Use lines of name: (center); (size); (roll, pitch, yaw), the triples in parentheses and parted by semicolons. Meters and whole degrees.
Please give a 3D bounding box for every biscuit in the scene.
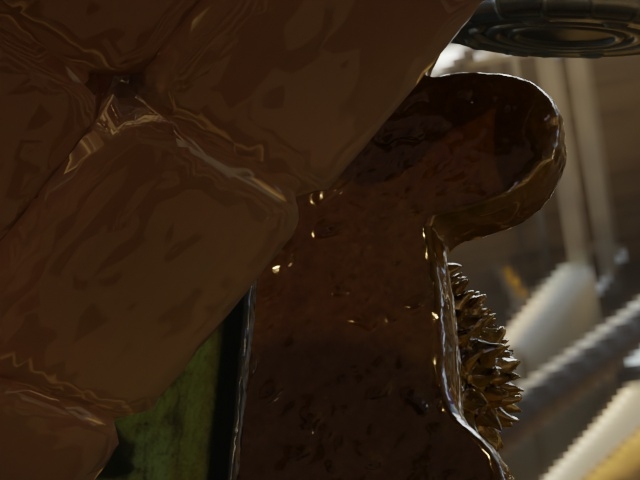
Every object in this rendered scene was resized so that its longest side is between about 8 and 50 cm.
biscuit: (0.000, 0.001, 1.033); (0.283, 0.064, 0.432); (-12, 58, 21)

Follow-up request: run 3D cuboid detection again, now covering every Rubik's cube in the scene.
Rubik's cube: (-0.140, -0.073, 0.461); (0.231, 0.224, 0.221); (44, 8, 34)

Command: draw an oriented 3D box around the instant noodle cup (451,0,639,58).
instant noodle cup: (0.111, -0.150, 0.873); (0.208, 0.125, 0.177); (3, -3, -7)

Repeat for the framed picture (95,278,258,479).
framed picture: (-0.195, 0.119, 0.660); (0.339, 0.255, 0.014); (0, -24, 15)

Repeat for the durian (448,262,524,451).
durian: (0.022, 0.061, 1.188); (0.183, 0.249, 0.138); (-24, -14, -36)
